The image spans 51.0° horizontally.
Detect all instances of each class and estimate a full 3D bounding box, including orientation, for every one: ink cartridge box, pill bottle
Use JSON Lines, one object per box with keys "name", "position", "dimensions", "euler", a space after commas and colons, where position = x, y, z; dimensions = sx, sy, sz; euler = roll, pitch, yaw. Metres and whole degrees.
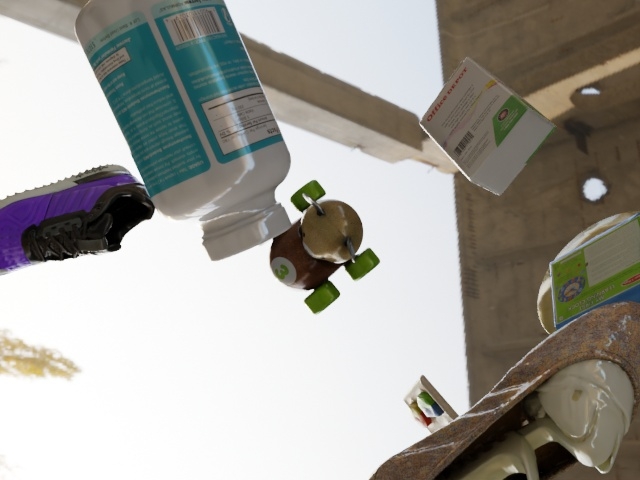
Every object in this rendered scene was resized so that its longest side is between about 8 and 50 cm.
{"name": "ink cartridge box", "position": [0.383, -0.274, 1.581], "dimensions": [0.201, 0.117, 0.278], "euler": [-54, -143, 22]}
{"name": "pill bottle", "position": [-0.121, -0.116, 0.661], "dimensions": [0.146, 0.146, 0.264], "euler": [-16, -80, 46]}

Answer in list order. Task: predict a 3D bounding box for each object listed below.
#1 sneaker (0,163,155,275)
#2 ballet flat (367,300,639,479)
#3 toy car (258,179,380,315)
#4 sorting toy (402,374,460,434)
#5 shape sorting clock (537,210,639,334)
{"name": "sneaker", "position": [-0.381, -0.018, 1.012], "dimensions": [0.146, 0.293, 0.102], "euler": [34, -37, 34]}
{"name": "ballet flat", "position": [0.178, 0.172, 0.562], "dimensions": [0.316, 0.108, 0.106], "euler": [-39, -167, 1]}
{"name": "toy car", "position": [0.000, 0.000, 0.889], "dimensions": [0.149, 0.155, 0.188], "euler": [-39, 179, -10]}
{"name": "sorting toy", "position": [0.249, 0.385, 1.400], "dimensions": [0.193, 0.038, 0.208], "euler": [49, -19, 18]}
{"name": "shape sorting clock", "position": [0.371, 0.049, 0.867], "dimensions": [0.206, 0.040, 0.206], "euler": [-44, -161, 19]}
